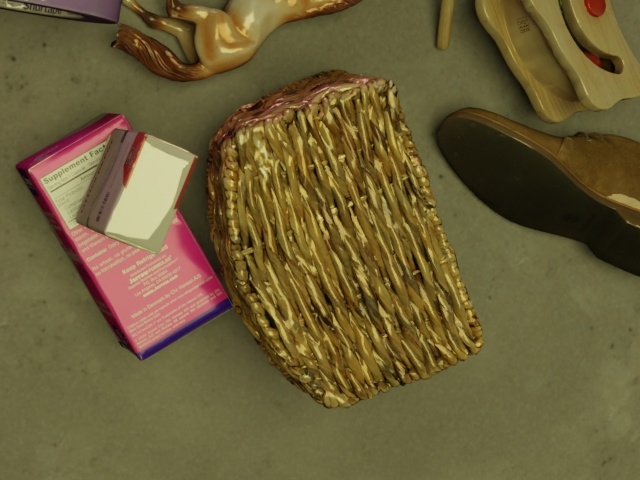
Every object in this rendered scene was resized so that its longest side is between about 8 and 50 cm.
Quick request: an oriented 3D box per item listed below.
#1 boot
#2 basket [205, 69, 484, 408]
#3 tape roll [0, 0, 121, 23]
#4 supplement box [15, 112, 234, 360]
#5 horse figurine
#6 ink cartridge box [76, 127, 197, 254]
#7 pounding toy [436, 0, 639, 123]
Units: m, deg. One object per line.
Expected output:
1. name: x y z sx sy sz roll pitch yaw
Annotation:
1. boot: 0.265 -0.073 1.922 0.305 0.112 0.115 27 57 -11
2. basket: 0.000 0.000 1.781 0.213 0.223 0.299 -22 102 -8
3. tape roll: -0.277 -0.258 1.692 0.189 0.189 0.080 8 92 -16
4. supplement box: -0.194 -0.006 1.776 0.114 0.111 0.220 -30 101 -12
5. horse figurine: -0.088 -0.244 1.810 0.263 0.066 0.174 -42 98 -11
6. ink cartridge box: -0.170 -0.046 1.651 0.056 0.135 0.099 23 88 -19
7. pounding toy: 0.221 -0.246 1.891 0.154 0.155 0.269 -46 111 -36
